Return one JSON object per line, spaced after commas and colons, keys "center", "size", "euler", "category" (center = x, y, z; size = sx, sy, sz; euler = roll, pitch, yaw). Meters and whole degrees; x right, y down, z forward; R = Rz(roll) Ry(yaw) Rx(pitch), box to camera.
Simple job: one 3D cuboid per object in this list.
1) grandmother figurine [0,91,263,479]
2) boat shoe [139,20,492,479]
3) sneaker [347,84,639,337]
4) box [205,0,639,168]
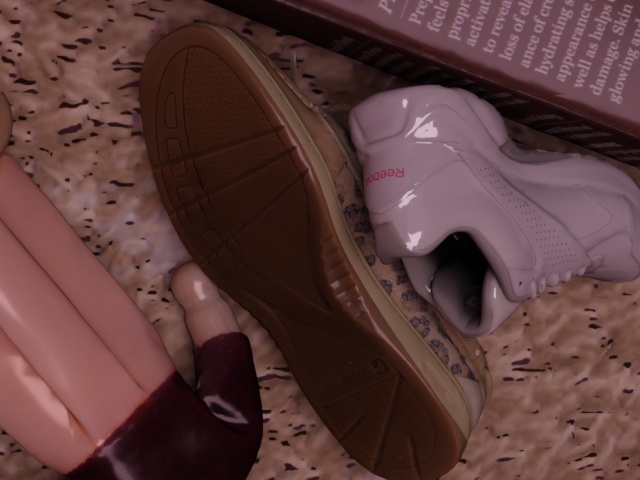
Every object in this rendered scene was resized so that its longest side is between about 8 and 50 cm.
{"center": [-0.109, 0.098, 0.882], "size": [0.208, 0.104, 0.342], "euler": [-45, 100, -17], "category": "grandmother figurine"}
{"center": [0.000, 0.000, 0.921], "size": [0.285, 0.105, 0.089], "euler": [61, 39, -14], "category": "boat shoe"}
{"center": [0.099, 0.003, 0.903], "size": [0.232, 0.090, 0.115], "euler": [19, 67, -39], "category": "sneaker"}
{"center": [0.140, -0.152, 0.869], "size": [0.381, 0.143, 0.191], "euler": [21, 89, -8], "category": "box"}
